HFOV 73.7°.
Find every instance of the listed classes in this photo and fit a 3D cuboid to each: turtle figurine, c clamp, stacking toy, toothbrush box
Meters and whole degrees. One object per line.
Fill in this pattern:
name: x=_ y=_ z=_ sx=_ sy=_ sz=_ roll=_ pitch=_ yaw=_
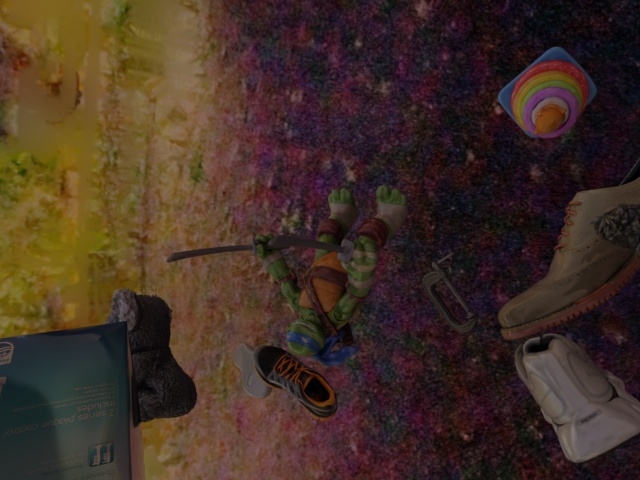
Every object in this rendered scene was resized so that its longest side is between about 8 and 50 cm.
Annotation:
turtle figurine: x=0.000 y=0.000 z=0.582 sx=0.274 sy=0.266 sz=0.198 roll=41 pitch=141 yaw=-8
c clamp: x=0.261 y=0.112 z=0.853 sx=0.161 sy=0.022 sz=0.137 roll=59 pitch=152 yaw=4
stacking toy: x=0.491 y=-0.285 z=0.916 sx=0.166 sy=0.302 sz=0.175 roll=46 pitch=127 yaw=-5
toothbrush box: x=-0.210 y=0.251 z=0.349 sx=0.296 sy=0.126 sz=0.217 roll=-121 pitch=33 yaw=-48

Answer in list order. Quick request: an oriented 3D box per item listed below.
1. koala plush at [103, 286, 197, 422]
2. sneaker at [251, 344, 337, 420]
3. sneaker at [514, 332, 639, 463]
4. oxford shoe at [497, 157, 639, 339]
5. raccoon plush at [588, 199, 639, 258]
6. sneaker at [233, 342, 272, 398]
koala plush: x=-0.317 y=0.196 z=0.750 sx=0.196 sy=0.203 sz=0.222 roll=77 pitch=-171 yaw=-75
sneaker: x=-0.049 y=0.284 z=0.889 sx=0.214 sy=0.084 sz=0.083 roll=32 pitch=148 yaw=11
sneaker: x=0.307 y=0.171 z=0.540 sx=0.110 sy=0.292 sz=0.118 roll=-39 pitch=68 yaw=10
oxford shoe: x=0.427 y=0.007 z=0.687 sx=0.147 sy=0.397 sz=0.140 roll=53 pitch=177 yaw=10
raccoon plush: x=0.381 y=-0.027 z=0.362 sx=0.299 sy=0.446 sz=0.216 roll=-37 pitch=62 yaw=41
sneaker: x=-0.141 y=0.369 z=1.181 sx=0.094 sy=0.151 sz=0.256 roll=-60 pitch=24 yaw=-3
